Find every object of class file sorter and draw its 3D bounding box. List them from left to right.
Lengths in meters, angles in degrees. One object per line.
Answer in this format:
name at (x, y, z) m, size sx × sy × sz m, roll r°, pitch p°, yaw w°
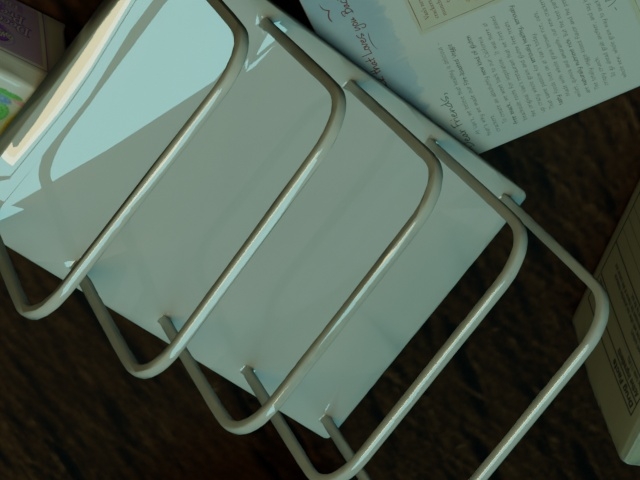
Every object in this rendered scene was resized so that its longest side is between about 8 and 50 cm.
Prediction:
file sorter at (-0.016, 0.005, 1.032) m, size 0.278 × 0.173 × 0.193 m, roll 34°, pitch 99°, yaw -28°

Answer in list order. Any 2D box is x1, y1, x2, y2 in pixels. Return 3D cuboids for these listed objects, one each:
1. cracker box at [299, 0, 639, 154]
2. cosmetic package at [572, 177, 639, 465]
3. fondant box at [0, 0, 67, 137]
cracker box at (0.114, -0.145, 1.118) m, size 0.232 × 0.067 × 0.155 m, roll -23°, pitch 128°, yaw 6°
cosmetic package at (0.281, -0.008, 1.206) m, size 0.129 × 0.153 × 0.296 m, roll 10°, pitch 127°, yaw -17°
fondant box at (-0.326, -0.030, 1.105) m, size 0.238 × 0.096 × 0.330 m, roll 26°, pitch 120°, yaw -27°
